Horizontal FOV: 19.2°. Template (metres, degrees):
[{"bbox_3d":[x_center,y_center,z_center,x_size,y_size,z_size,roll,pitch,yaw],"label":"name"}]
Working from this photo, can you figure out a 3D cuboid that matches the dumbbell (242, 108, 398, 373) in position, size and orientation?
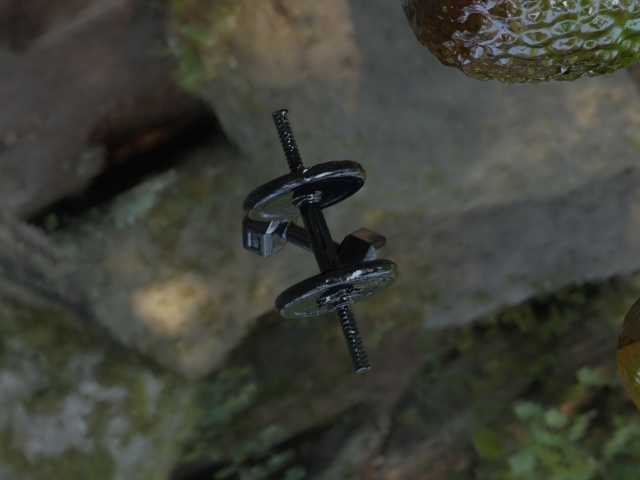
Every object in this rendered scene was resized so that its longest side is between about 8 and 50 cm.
[{"bbox_3d":[0.000,0.000,0.997,0.069,0.147,0.069,-17,167,-4],"label":"dumbbell"}]

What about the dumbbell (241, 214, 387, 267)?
[{"bbox_3d":[-0.003,0.001,1.078,0.040,0.083,0.036,-25,136,-62],"label":"dumbbell"}]

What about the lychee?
[{"bbox_3d":[0.083,-0.118,0.780,0.146,0.114,0.114,18,160,-14],"label":"lychee"}]

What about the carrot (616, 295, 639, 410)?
[{"bbox_3d":[0.212,0.021,0.901,0.173,0.082,0.082,-36,180,-29],"label":"carrot"}]
